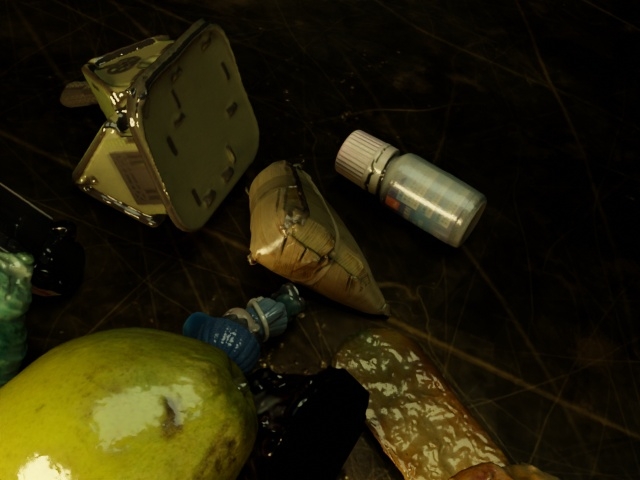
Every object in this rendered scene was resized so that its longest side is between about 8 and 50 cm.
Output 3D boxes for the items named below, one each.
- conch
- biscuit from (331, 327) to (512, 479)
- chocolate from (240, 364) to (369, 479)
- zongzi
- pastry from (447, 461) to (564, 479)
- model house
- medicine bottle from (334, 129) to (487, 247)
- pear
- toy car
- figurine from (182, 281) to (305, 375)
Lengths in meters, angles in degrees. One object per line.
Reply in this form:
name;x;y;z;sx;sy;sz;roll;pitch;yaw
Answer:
conch;-0.378;0.075;0.851;0.202;0.134;0.196;-19;57;-28
biscuit;0.107;0.194;0.946;0.118;0.029;0.247;-22;58;-26
chocolate;-0.052;0.175;0.856;0.133;0.156;0.156;23;44;31
zongzi;0.000;0.000;1.070;0.197;0.099;0.194;33;24;-27
pastry;0.196;0.316;0.802;0.229;0.100;0.218;17;49;-1
model house;-0.254;-0.137;1.088;0.279;0.205;0.218;1;38;27
medicine bottle;0.118;-0.074;1.159;0.203;0.083;0.083;34;48;15
pear;-0.180;0.181;0.747;0.269;0.212;0.212;-31;54;7
toy car;-0.367;-0.004;0.953;0.210;0.108;0.089;38;34;-28
figurine;-0.082;0.100;0.958;0.149;0.086;0.087;-24;81;-45
